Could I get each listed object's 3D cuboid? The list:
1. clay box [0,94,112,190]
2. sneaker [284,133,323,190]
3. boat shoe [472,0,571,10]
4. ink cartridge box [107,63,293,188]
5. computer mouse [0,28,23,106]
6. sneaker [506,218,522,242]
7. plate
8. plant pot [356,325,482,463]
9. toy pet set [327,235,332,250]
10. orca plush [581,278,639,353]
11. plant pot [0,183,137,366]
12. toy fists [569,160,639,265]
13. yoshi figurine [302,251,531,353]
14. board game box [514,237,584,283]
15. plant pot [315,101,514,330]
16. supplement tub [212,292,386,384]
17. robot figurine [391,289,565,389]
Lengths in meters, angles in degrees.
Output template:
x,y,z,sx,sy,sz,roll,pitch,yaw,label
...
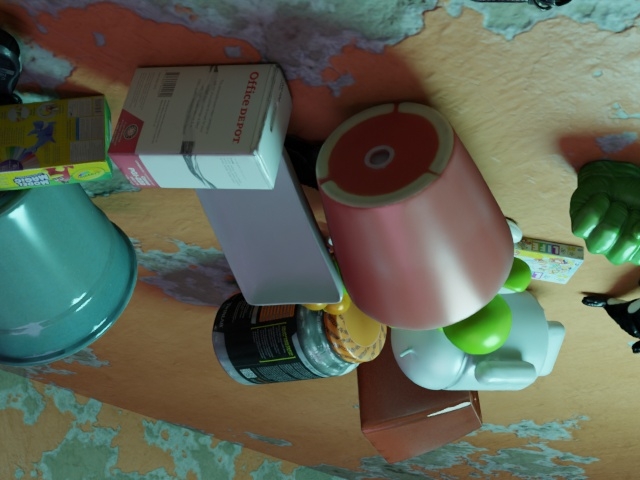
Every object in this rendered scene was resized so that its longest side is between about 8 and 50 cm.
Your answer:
x,y,z,sx,sy,sz,roll,pitch,yaw,label
-0.428,-0.143,1.258,0.222,0.127,0.053,-7,150,-3,clay box
-0.013,-0.109,1.339,0.089,0.051,0.170,-2,146,23,sneaker
0.252,-0.279,0.881,0.229,0.076,0.080,-3,150,24,boat shoe
-0.161,-0.158,1.168,0.218,0.158,0.092,1,150,17,ink cartridge box
-0.516,-0.263,1.202,0.184,0.060,0.262,13,165,-15,computer mouse
0.266,-0.013,1.415,0.152,0.061,0.053,14,151,-11,sneaker
-0.086,-0.029,1.337,0.278,0.045,0.277,-7,109,54,plate
0.229,0.329,1.902,0.236,0.267,0.267,-11,148,14,plant pot
0.000,0.000,1.559,0.122,0.065,0.114,9,118,-4,toy pet set
0.568,0.146,1.491,0.151,0.102,0.287,52,164,-26,orca plush
-0.522,-0.015,1.422,0.341,0.341,0.334,5,145,10,plant pot
0.500,-0.027,1.216,0.279,0.142,0.096,11,153,-2,toy fists
0.158,0.101,1.372,0.362,0.203,0.203,-1,130,21,yoshi figurine
0.378,0.034,1.503,0.154,0.026,0.103,9,154,1,board game box
0.121,-0.046,1.207,0.275,0.274,0.243,-2,142,23,plant pot
-0.045,0.187,1.750,0.338,0.207,0.207,-13,145,39,supplement tub
0.283,0.182,1.586,0.354,0.199,0.300,5,-162,-22,robot figurine
